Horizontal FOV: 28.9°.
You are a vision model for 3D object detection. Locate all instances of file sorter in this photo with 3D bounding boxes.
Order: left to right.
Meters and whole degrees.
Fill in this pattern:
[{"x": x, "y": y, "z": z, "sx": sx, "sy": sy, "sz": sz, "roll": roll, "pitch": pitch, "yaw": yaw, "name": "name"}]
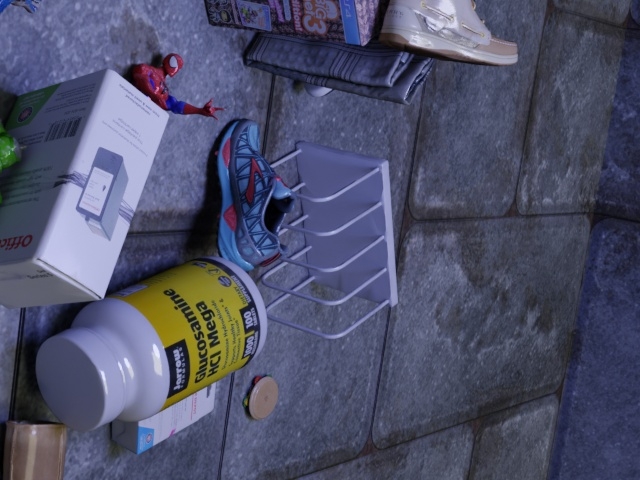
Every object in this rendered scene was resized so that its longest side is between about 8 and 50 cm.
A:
[{"x": 0.000, "y": 0.000, "z": 2.136, "sx": 0.173, "sy": 0.193, "sz": 0.277, "roll": -32, "pitch": 127, "yaw": -42, "name": "file sorter"}]

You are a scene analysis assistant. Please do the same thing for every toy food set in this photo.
[{"x": -0.105, "y": 0.281, "z": 2.233, "sx": 0.083, "sy": 0.020, "sz": 0.082, "roll": -58, "pitch": 142, "yaw": -24, "name": "toy food set"}]

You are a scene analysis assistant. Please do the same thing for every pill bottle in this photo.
[{"x": -0.246, "y": 0.153, "z": 1.828, "sx": 0.334, "sy": 0.188, "sz": 0.188, "roll": -25, "pitch": 122, "yaw": -50, "name": "pill bottle"}]

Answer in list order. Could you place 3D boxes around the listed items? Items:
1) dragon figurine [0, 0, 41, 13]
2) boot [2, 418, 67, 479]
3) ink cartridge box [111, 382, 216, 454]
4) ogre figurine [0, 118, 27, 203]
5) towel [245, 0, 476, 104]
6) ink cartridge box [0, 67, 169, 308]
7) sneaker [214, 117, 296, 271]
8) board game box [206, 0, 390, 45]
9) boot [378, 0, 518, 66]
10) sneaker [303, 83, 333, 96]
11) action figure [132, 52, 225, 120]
[{"x": -0.452, "y": -0.276, "z": 1.465, "sx": 0.289, "sy": 0.085, "sz": 0.144, "roll": -1, "pitch": 100, "yaw": -60, "name": "dragon figurine"}, {"x": -0.394, "y": 0.394, "z": 1.784, "sx": 0.236, "sy": 0.089, "sz": 0.269, "roll": 47, "pitch": 45, "yaw": -80, "name": "boot"}, {"x": -0.247, "y": 0.250, "z": 1.970, "sx": 0.181, "sy": 0.061, "sz": 0.104, "roll": -24, "pitch": 128, "yaw": -50, "name": "ink cartridge box"}, {"x": -0.443, "y": -0.090, "z": 1.519, "sx": 0.197, "sy": 0.118, "sz": 0.097, "roll": -28, "pitch": 124, "yaw": -49, "name": "ogre figurine"}, {"x": 0.076, "y": -0.368, "z": 1.989, "sx": 0.312, "sy": 0.324, "sz": 0.056, "roll": -57, "pitch": 147, "yaw": -25, "name": "towel"}, {"x": -0.331, "y": -0.060, "z": 1.561, "sx": 0.115, "sy": 0.198, "sz": 0.273, "roll": 38, "pitch": 57, "yaw": -39, "name": "ink cartridge box"}, {"x": -0.092, "y": -0.076, "z": 1.985, "sx": 0.104, "sy": 0.125, "sz": 0.262, "roll": 36, "pitch": 48, "yaw": -61, "name": "sneaker"}, {"x": -0.002, "y": -0.421, "z": 1.889, "sx": 0.232, "sy": 0.291, "sz": 0.141, "roll": -43, "pitch": 134, "yaw": -41, "name": "board game box"}, {"x": 0.206, "y": -0.368, "z": 1.838, "sx": 0.262, "sy": 0.095, "sz": 0.203, "roll": 5, "pitch": 95, "yaw": -37, "name": "boot"}, {"x": 0.077, "y": -0.323, "z": 2.204, "sx": 0.296, "sy": 0.104, "sz": 0.147, "roll": -59, "pitch": 138, "yaw": -31, "name": "sneaker"}, {"x": -0.248, "y": -0.156, "z": 1.771, "sx": 0.280, "sy": 0.139, "sz": 0.091, "roll": -63, "pitch": 145, "yaw": -24, "name": "action figure"}]
